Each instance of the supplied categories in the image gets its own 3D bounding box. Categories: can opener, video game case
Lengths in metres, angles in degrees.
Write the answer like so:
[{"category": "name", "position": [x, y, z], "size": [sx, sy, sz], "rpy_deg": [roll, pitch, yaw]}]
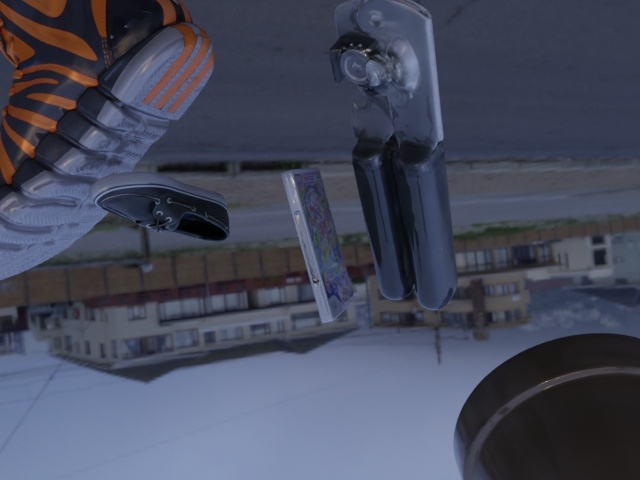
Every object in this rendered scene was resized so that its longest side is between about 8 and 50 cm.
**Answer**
[{"category": "can opener", "position": [0.074, -0.072, 0.596], "size": [0.076, 0.283, 0.095], "rpy_deg": [12, -133, 29]}, {"category": "video game case", "position": [0.000, 0.000, 0.615], "size": [0.011, 0.122, 0.087], "rpy_deg": [-14, -177, 15]}]

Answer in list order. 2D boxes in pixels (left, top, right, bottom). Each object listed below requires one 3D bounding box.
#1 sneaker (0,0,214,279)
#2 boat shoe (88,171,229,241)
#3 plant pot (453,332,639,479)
[{"category": "sneaker", "position": [-0.253, -0.118, 0.676], "size": [0.321, 0.180, 0.124], "rpy_deg": [-45, 167, 7]}, {"category": "boat shoe", "position": [-0.134, -0.027, 0.654], "size": [0.049, 0.040, 0.142], "rpy_deg": [-36, 152, 33]}, {"category": "plant pot", "position": [0.333, 0.313, 0.842], "size": [0.323, 0.323, 0.280], "rpy_deg": [-6, -152, 3]}]
